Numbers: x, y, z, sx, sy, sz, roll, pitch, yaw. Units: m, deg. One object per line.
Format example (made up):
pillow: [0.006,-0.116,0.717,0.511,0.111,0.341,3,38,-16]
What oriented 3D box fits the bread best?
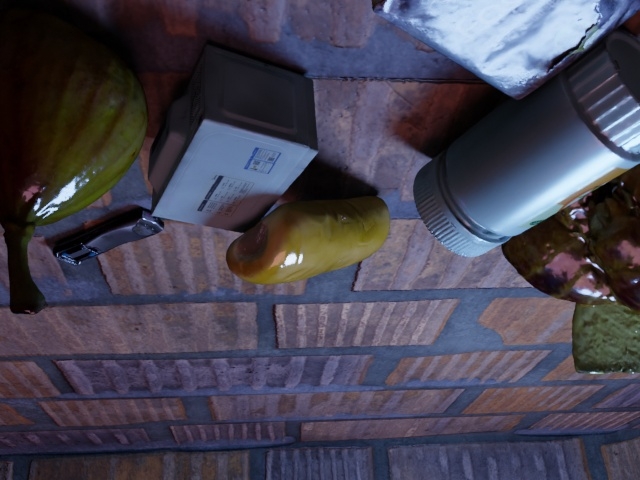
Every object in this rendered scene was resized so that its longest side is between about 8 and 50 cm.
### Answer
bread: [0.000,0.000,0.954,0.142,0.091,0.305,-32,169,32]

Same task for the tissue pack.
tissue pack: [0.189,-0.253,0.666,0.236,0.073,0.173,19,142,-35]

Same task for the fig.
fig: [-0.285,-0.075,0.677,0.217,0.320,0.217,-7,148,-4]

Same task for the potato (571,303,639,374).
potato: [0.634,0.113,1.122,0.330,0.212,0.280,-11,169,40]

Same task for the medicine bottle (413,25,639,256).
medicine bottle: [0.277,-0.113,0.837,0.158,0.158,0.318,15,146,-29]

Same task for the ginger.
ginger: [0.406,-0.006,0.974,0.358,0.152,0.274,15,150,38]

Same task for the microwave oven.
microwave oven: [-0.115,-0.118,0.820,0.162,0.122,0.208,13,146,-26]

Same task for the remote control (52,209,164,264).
remote control: [-0.354,-0.003,1.091,0.212,0.028,0.059,-19,146,25]
